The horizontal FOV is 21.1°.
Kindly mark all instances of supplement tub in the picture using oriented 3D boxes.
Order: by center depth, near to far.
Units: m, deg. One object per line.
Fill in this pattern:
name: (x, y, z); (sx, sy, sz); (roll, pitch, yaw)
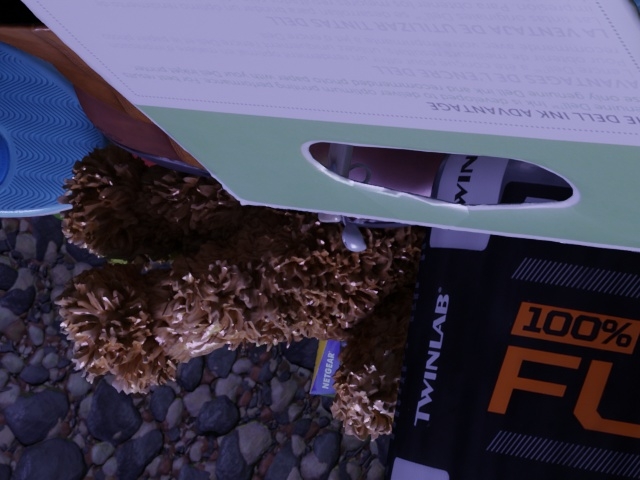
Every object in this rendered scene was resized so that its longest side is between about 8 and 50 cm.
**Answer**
supplement tub: (0.136, 0.068, 0.845); (0.194, 0.316, 0.193); (9, 177, 0)

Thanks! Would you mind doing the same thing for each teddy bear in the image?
teddy bear: (0.000, 0.000, 1.066); (0.338, 0.245, 0.113); (10, 143, 6)

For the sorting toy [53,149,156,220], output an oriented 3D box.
sorting toy: (-0.144, -0.088, 1.321); (0.366, 0.127, 0.126); (12, -151, 41)

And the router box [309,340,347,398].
router box: (0.128, 0.054, 1.678); (0.243, 0.081, 0.309); (9, -149, 1)

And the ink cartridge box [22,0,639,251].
ink cartridge box: (-0.006, -0.074, 0.360); (0.171, 0.056, 0.235); (8, 161, 36)

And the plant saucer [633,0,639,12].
plant saucer: (0.058, -0.097, 0.497); (0.318, 0.043, 0.317); (10, 179, 0)

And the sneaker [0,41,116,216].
sneaker: (-0.276, -0.089, 1.228); (0.319, 0.127, 0.208); (15, 180, 9)

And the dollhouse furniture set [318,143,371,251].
dollhouse furniture set: (0.007, -0.039, 0.578); (0.091, 0.081, 0.114); (10, 178, -13)

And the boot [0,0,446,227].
boot: (-0.038, -0.093, 0.907); (0.264, 0.096, 0.280); (17, 173, 17)
